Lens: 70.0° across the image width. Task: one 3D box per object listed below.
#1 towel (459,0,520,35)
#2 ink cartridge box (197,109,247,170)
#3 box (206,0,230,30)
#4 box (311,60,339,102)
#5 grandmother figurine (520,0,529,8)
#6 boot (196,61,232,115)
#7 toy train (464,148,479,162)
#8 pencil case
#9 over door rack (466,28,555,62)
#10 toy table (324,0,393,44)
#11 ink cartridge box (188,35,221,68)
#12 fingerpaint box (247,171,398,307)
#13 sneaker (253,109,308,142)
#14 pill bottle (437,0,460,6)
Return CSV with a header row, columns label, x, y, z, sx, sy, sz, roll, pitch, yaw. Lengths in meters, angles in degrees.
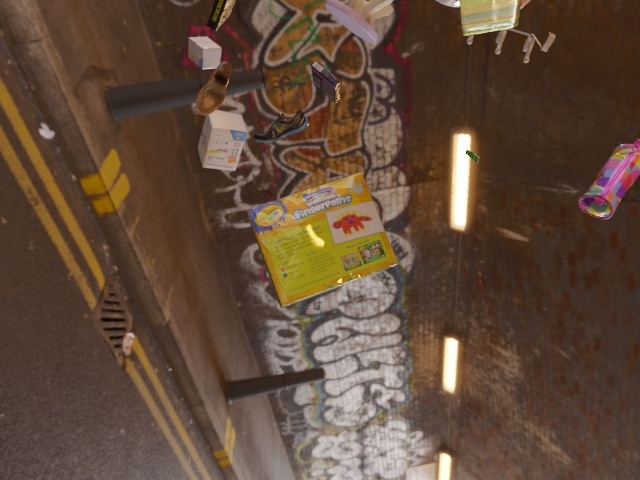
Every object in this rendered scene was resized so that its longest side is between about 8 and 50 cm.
label,x,y,z,sx,sy,sz,roll,pitch,yaw
towel,0.287,-0.429,0.774,0.237,0.102,0.021,25,65,-68
ink cartridge box,-0.479,-0.484,2.219,0.232,0.171,0.168,-62,-144,39
box,-0.327,-0.858,1.608,0.184,0.045,0.190,-48,-160,40
box,0.020,-0.583,1.692,0.116,0.029,0.162,42,-3,5
grandmother figurine,0.640,-0.763,1.259,0.104,0.342,0.208,44,5,-45
boot,-0.347,-0.465,1.469,0.197,0.073,0.152,-64,-160,-15
toy train,0.571,-0.320,1.722,0.023,0.017,0.083,-55,-145,18
pencil case,0.829,-0.173,1.289,0.104,0.236,0.104,36,-14,10
over door rack,0.657,-0.718,1.628,0.324,0.240,0.108,-64,173,-64
toy table,0.161,-0.901,1.762,0.252,0.160,0.274,40,14,32
ink cartridge box,-0.508,-0.819,1.987,0.143,0.090,0.092,43,-43,29
fingerpaint box,0.000,0.000,1.688,0.163,0.445,0.370,123,-54,-77
sneaker,-0.135,-0.376,1.508,0.067,0.188,0.078,-104,170,-68
pill bottle,0.404,-0.792,1.168,0.334,0.188,0.187,127,-46,-68
